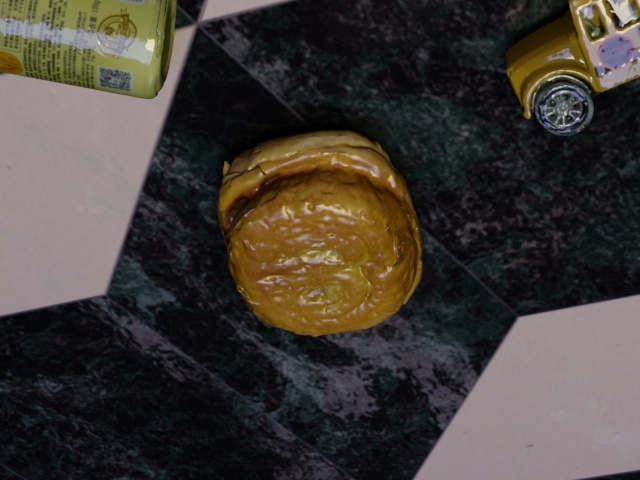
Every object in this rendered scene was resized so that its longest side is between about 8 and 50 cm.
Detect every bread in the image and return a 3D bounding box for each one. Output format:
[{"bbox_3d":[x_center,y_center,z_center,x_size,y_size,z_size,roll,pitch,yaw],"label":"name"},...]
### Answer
[{"bbox_3d":[0.003,0.000,1.209,0.198,0.120,0.236,-11,128,9],"label":"bread"}]

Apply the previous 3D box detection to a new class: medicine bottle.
[{"bbox_3d":[-0.252,-0.204,1.064,0.239,0.124,0.124,10,129,-3],"label":"medicine bottle"}]

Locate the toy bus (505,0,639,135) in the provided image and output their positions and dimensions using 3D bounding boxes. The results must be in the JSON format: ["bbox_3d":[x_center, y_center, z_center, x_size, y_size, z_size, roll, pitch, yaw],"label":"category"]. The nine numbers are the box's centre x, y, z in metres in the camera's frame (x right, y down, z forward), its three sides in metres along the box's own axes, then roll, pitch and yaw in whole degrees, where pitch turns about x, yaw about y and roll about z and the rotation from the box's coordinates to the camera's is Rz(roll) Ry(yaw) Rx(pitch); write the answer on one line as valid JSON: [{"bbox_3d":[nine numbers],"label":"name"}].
[{"bbox_3d":[0.318,-0.213,1.022,0.335,0.121,0.123,-20,116,18],"label":"toy bus"}]
